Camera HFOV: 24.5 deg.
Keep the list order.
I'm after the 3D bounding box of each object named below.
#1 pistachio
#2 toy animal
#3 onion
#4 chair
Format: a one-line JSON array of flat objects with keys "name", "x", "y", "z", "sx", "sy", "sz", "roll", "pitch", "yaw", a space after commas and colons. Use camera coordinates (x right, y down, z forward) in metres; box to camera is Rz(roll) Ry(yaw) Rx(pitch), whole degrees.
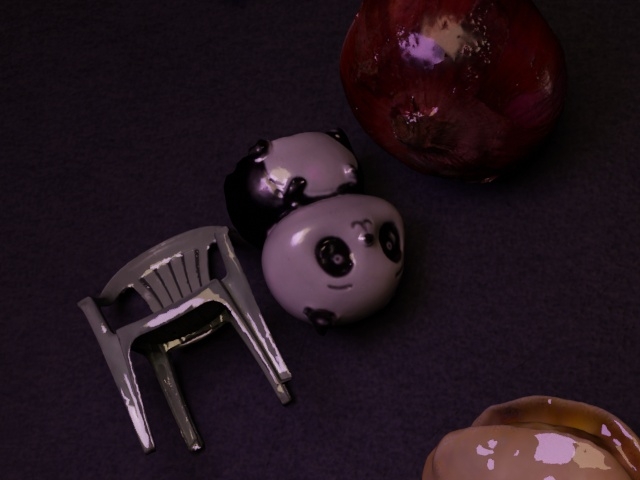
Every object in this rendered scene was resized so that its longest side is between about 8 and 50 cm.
[{"name": "pistachio", "x": 0.268, "y": 0.295, "z": 1.588, "sx": 0.321, "sy": 0.229, "sz": 0.238, "roll": 27, "pitch": 113, "yaw": 29}, {"name": "toy animal", "x": 0.001, "y": -0.007, "z": 1.779, "sx": 0.187, "sy": 0.165, "sz": 0.235, "roll": -13, "pitch": 57, "yaw": -32}, {"name": "onion", "x": 0.157, "y": -0.197, "z": 1.753, "sx": 0.276, "sy": 0.276, "sz": 0.276, "roll": -4, "pitch": 71, "yaw": 12}, {"name": "chair", "x": -0.162, "y": 0.103, "z": 1.791, "sx": 0.203, "sy": 0.190, "sz": 0.275, "roll": -26, "pitch": 75, "yaw": 3}]
